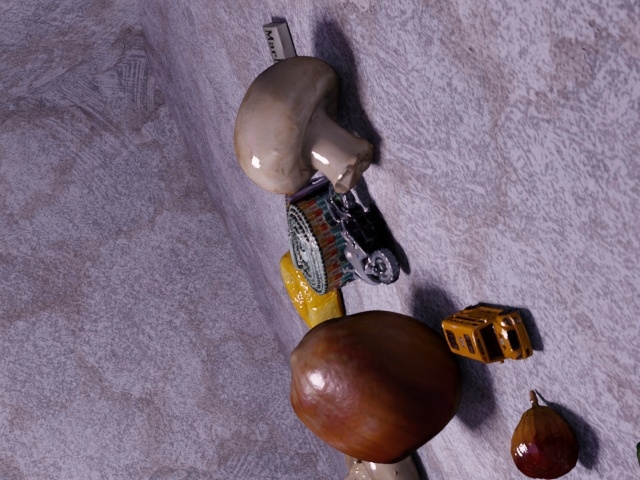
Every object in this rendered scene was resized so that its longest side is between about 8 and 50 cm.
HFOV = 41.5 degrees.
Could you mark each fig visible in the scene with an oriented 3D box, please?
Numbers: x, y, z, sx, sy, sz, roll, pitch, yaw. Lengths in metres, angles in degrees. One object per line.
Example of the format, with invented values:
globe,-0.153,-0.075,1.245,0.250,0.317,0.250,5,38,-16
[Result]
fig,0.383,0.332,1.420,0.119,0.153,0.119,14,124,21

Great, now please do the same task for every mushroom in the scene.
mushroom,0.128,0.681,2.422,0.292,0.289,0.293,53,158,32
mushroom,-0.023,-0.230,1.775,0.289,0.298,0.298,23,150,14

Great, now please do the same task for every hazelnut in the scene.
hazelnut,0.118,0.305,1.795,0.366,0.365,0.366,59,163,30

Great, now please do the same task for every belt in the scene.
belt,0.000,0.000,2.121,0.207,0.160,0.295,54,161,42

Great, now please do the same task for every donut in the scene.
donut,-0.030,0.142,2.550,0.303,0.110,0.303,58,164,28

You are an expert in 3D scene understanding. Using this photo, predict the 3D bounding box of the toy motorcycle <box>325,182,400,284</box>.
toy motorcycle,0.090,-0.005,1.914,0.271,0.106,0.159,58,158,18

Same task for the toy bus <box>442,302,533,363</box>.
toy bus,0.288,0.165,1.473,0.194,0.088,0.083,178,71,-75

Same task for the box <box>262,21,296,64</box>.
box,-0.087,-0.435,2.036,0.115,0.035,0.178,31,141,65

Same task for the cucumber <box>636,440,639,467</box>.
cucumber,0.470,0.331,1.178,0.067,0.035,0.107,85,159,-54
